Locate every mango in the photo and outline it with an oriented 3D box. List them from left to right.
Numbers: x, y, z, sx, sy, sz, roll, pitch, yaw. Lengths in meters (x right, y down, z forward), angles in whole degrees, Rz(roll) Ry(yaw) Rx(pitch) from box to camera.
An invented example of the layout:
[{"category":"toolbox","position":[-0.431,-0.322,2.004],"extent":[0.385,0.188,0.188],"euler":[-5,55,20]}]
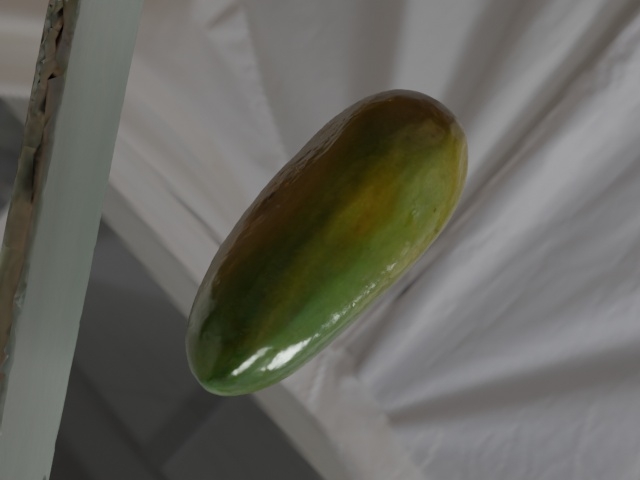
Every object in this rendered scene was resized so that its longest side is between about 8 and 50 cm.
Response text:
[{"category":"mango","position":[-0.001,-0.001,0.891],"extent":[0.091,0.237,0.137],"euler":[50,163,-13]}]

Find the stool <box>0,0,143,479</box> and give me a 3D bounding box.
[{"category":"stool","position":[-0.191,0.007,0.394],"extent":[0.243,0.270,0.170],"euler":[11,-178,-5]}]
